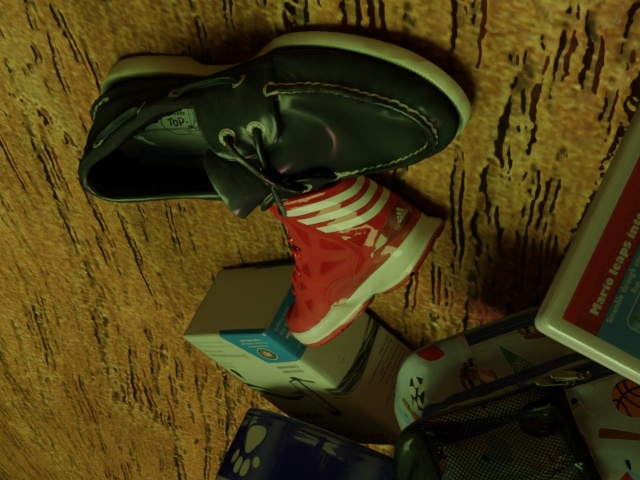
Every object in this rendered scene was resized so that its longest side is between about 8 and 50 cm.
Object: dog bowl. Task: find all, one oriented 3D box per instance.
[{"bbox_3d":[0.028,0.261,1.231,0.265,0.104,0.265,22,168,5],"label":"dog bowl"}]

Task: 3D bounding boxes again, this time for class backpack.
[{"bbox_3d":[0.182,0.164,0.959,0.263,0.213,0.276,-11,163,-3],"label":"backpack"}]

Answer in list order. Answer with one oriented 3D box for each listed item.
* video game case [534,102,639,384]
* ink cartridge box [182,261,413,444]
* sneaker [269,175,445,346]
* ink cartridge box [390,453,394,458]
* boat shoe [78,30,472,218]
[{"bbox_3d":[0.276,0.020,0.632,0.285,0.204,0.025,28,170,-1],"label":"video game case"},{"bbox_3d":[-0.007,0.113,1.224,0.203,0.086,0.148,41,153,-26],"label":"ink cartridge box"},{"bbox_3d":[0.000,0.000,1.034,0.128,0.087,0.221,40,141,-6],"label":"sneaker"},{"bbox_3d":[0.102,0.294,1.503,0.063,0.029,0.115,46,160,18],"label":"ink cartridge box"},{"bbox_3d":[-0.053,-0.068,0.894,0.340,0.113,0.127,7,148,37],"label":"boat shoe"}]
